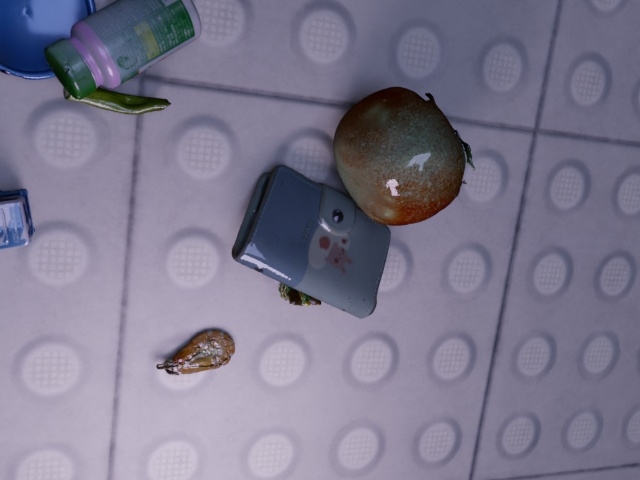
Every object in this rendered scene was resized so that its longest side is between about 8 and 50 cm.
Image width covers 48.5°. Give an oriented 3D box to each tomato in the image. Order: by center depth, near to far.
[{"bbox_3d":[0.166,-0.172,1.540,0.239,0.303,0.304,-32,113,-9],"label":"tomato"}]

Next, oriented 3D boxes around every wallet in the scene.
[{"bbox_3d":[0.000,0.000,1.586,0.360,0.083,0.252,26,71,-25],"label":"wallet"}]

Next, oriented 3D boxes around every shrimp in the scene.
[{"bbox_3d":[-0.278,0.258,1.587,0.184,0.043,0.091,-19,103,-25],"label":"shrimp"}]

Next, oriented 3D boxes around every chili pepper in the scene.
[{"bbox_3d":[-0.398,-0.275,1.393,0.201,0.052,0.050,6,126,-25],"label":"chili pepper"}]

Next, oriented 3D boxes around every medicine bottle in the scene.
[{"bbox_3d":[-0.366,-0.373,1.318,0.274,0.133,0.133,-37,114,-21],"label":"medicine bottle"}]

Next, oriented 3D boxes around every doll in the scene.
[{"bbox_3d":[-0.045,0.109,1.608,0.078,0.113,0.077,2,94,-24],"label":"doll"}]

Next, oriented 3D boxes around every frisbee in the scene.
[{"bbox_3d":[-0.535,-0.418,1.300,0.242,0.045,0.242,-11,110,-32],"label":"frisbee"}]

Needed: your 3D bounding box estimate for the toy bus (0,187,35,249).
[{"bbox_3d":[-0.683,-0.024,1.289,0.297,0.131,0.106,-10,107,-20],"label":"toy bus"}]
